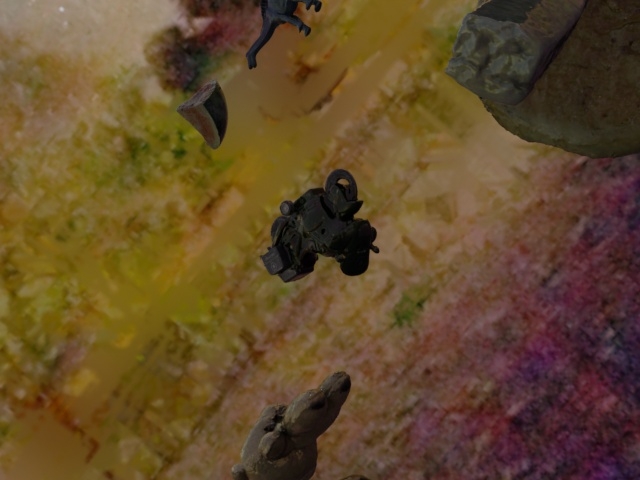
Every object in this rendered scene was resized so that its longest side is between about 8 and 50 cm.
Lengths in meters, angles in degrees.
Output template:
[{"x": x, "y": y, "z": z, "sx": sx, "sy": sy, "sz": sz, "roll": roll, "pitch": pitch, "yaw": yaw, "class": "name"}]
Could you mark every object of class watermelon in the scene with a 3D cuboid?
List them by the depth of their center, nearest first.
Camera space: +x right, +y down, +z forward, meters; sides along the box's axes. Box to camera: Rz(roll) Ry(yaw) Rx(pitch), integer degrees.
[{"x": -0.139, "y": -0.146, "z": 0.996, "sx": 0.085, "sy": 0.061, "sz": 0.085, "roll": -176, "pitch": 90, "yaw": -88, "class": "watermelon"}]

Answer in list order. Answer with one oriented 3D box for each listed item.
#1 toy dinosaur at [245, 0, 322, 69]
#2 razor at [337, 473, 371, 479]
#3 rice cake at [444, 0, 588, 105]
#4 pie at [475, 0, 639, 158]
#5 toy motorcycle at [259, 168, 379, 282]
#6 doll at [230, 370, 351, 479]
[{"x": -0.040, "y": -0.294, "z": 1.024, "sx": 0.197, "sy": 0.080, "sz": 0.045, "roll": -65, "pitch": -17, "yaw": 17, "class": "toy dinosaur"}, {"x": -0.057, "y": 0.493, "z": 1.357, "sx": 0.349, "sy": 0.113, "sz": 0.204, "roll": -11, "pitch": -31, "yaw": -38, "class": "razor"}, {"x": 0.122, "y": -0.135, "z": 0.458, "sx": 0.245, "sy": 0.045, "sz": 0.042, "roll": -52, "pitch": -17, "yaw": -53, "class": "rice cake"}, {"x": 0.289, "y": -0.214, "z": 0.869, "sx": 0.277, "sy": 0.277, "sz": 0.078, "roll": -49, "pitch": -20, "yaw": 7, "class": "pie"}, {"x": 0.000, "y": 0.000, "z": 1.567, "sx": 0.124, "sy": 0.187, "sz": 0.274, "roll": -10, "pitch": -17, "yaw": -43, "class": "toy motorcycle"}, {"x": -0.044, "y": 0.314, "z": 1.465, "sx": 0.278, "sy": 0.175, "sz": 0.149, "roll": -56, "pitch": 37, "yaw": 38, "class": "doll"}]
